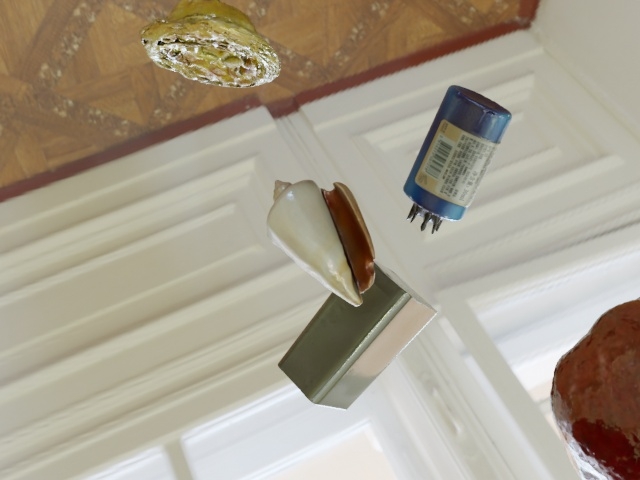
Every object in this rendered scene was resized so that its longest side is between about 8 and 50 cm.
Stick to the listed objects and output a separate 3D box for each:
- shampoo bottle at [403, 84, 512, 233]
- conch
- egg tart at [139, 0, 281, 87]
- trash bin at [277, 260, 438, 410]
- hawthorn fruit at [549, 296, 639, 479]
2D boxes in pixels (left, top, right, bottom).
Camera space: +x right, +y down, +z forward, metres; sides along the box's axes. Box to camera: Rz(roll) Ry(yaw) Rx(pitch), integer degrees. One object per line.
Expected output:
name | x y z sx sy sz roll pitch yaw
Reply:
shampoo bottle | 0.161 -0.092 0.980 0.050 0.087 0.183 -30 147 -58
conch | 0.004 -0.008 0.950 0.104 0.176 0.094 -24 148 -39
egg tart | -0.094 -0.176 0.704 0.129 0.049 0.129 10 168 2
trash bin | 0.060 0.161 1.346 0.240 0.122 0.164 -50 150 4
hawthorn fruit | 0.275 0.134 0.579 0.185 0.202 0.185 -22 135 -24
